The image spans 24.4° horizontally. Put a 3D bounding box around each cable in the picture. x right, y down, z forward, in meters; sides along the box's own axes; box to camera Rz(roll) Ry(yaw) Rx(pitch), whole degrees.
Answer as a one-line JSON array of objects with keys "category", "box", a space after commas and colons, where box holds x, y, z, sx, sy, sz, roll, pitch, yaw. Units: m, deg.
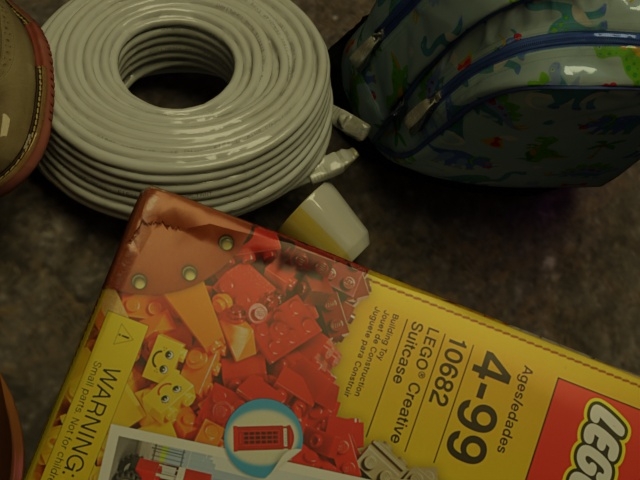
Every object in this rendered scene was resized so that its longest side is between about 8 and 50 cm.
[{"category": "cable", "box": [-0.117, -0.122, 1.229, 0.257, 0.089, 0.257, -31, 59, -27]}]

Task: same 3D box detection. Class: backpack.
[{"category": "backpack", "box": [0.185, -0.165, 1.242, 0.290, 0.355, 0.273, 7, 55, -18]}]

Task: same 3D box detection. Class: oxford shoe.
[{"category": "oxford shoe", "box": [-0.313, -0.179, 1.175, 0.130, 0.123, 0.348, 29, 27, -52]}]

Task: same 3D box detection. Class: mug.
[{"category": "mug", "box": [0.002, -0.002, 1.251, 0.064, 0.078, 0.062, 44, 15, 1]}]

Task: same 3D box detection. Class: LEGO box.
[{"category": "LEGO box", "box": [-0.021, 0.278, 0.817, 0.373, 0.193, 0.500, 21, 77, -5]}]

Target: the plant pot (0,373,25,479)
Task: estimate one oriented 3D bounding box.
[{"category": "plant pot", "box": [-0.320, 0.113, 0.935, 0.291, 0.203, 0.290, 12, 52, -15]}]
